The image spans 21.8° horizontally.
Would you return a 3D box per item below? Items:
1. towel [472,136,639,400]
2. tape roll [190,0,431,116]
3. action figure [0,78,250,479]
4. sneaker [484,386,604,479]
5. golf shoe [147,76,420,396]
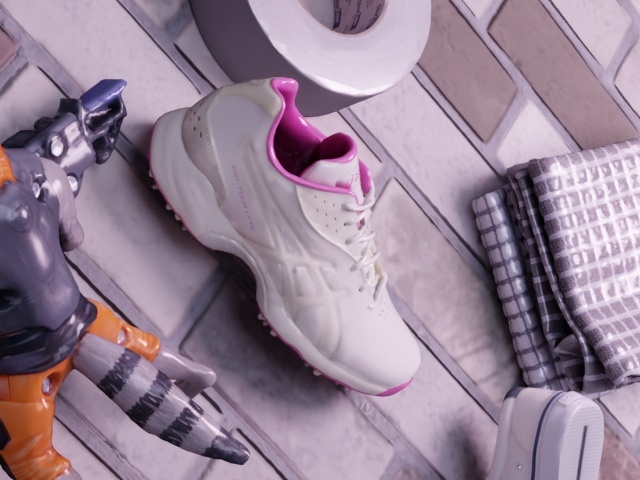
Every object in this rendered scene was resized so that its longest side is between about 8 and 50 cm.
[{"bbox_3d":[0.295,0.020,1.589,0.284,0.121,0.235,-13,87,-42],"label":"towel"},{"bbox_3d":[-0.007,-0.220,1.425,0.219,0.072,0.219,12,71,-39],"label":"tape roll"},{"bbox_3d":[-0.177,0.016,1.155,0.330,0.178,0.341,57,50,-26],"label":"action figure"},{"bbox_3d":[0.184,0.253,1.458,0.094,0.091,0.258,8,94,-44],"label":"sneaker"},{"bbox_3d":[0.000,0.000,1.317,0.306,0.140,0.115,48,29,-22],"label":"golf shoe"}]
